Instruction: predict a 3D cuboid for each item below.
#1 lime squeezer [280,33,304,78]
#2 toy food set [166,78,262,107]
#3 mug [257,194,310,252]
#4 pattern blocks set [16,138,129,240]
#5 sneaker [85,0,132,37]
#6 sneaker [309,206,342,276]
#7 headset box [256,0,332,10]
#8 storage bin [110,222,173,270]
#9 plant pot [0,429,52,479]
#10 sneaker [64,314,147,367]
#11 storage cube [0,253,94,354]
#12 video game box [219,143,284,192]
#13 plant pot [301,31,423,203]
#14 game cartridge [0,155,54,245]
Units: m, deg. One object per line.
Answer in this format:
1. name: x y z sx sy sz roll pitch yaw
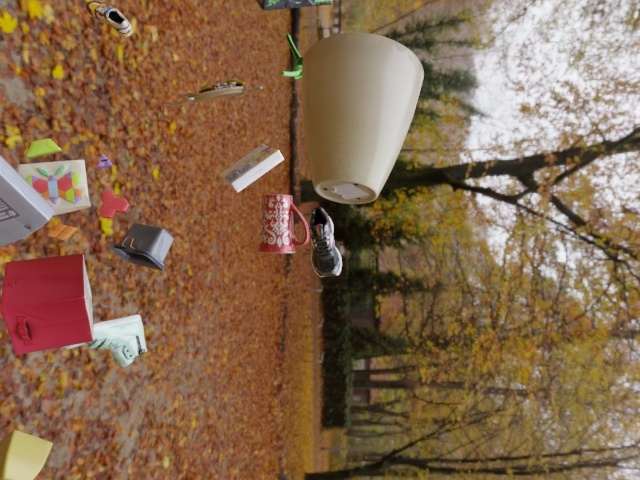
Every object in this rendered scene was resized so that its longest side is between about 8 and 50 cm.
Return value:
1. lime squeezer: -0.080 -0.608 1.676 0.110 0.058 0.310 55 24 -38
2. toy food set: -0.235 -0.333 1.079 0.132 0.192 0.039 6 -67 51
3. mug: -0.111 -0.049 1.447 0.113 0.150 0.169 -177 -93 -80
4. pattern blocks set: -0.724 -0.141 1.329 0.285 0.324 0.026 65 -16 4
5. sneaker: -0.749 -0.801 1.721 0.070 0.185 0.084 -59 -179 -13
6. sneaker: 0.000 0.000 1.121 0.077 0.072 0.178 66 8 -56
7. headset box: -0.077 -0.846 1.464 0.131 0.246 0.283 61 -26 28
8. storage bin: -0.449 0.007 1.243 0.091 0.135 0.098 -68 151 -25
9. plant pot: -0.577 0.427 0.923 0.081 0.081 0.083 40 20 -32
10. sneaker: -0.662 0.332 1.522 0.256 0.094 0.151 -11 75 -46
11. storage cube: -0.742 0.168 1.344 0.215 0.193 0.184 -120 -149 -46
12. video game box: -0.251 -0.265 1.757 0.048 0.205 0.187 57 -10 -26
13. plant pot: 0.070 -0.223 0.996 0.256 0.256 0.274 79 18 -73
14. game cartridge: -0.736 -0.069 1.043 0.060 0.294 0.196 -88 160 -48
